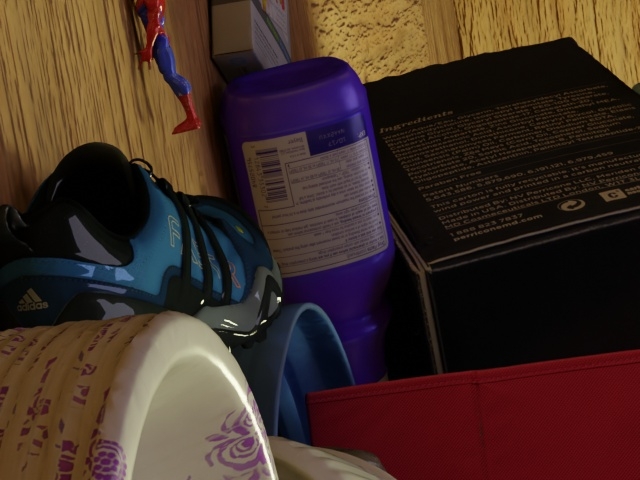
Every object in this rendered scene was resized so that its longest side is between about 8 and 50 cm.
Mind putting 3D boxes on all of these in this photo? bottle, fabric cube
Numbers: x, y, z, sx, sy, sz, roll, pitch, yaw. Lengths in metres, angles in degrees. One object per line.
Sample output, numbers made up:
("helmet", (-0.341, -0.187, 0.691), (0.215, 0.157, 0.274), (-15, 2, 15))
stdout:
("bottle", (0.000, 0.000, 1.461), (0.092, 0.118, 0.283), (-120, -163, -68))
("fabric cube", (0.158, 0.224, 1.288), (0.254, 0.259, 0.258), (15, 68, -67))

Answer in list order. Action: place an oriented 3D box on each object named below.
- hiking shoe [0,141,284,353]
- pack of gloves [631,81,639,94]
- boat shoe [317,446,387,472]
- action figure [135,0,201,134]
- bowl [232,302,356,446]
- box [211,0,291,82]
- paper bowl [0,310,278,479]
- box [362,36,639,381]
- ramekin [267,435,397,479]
("hiking shoe", (-0.092, 0.005, 0.993), (0.304, 0.113, 0.132), (-60, 142, -73))
("pack of gloves", (0.324, -0.092, 1.668), (0.232, 0.046, 0.195), (-125, -149, -86))
("boat shoe", (-0.026, 0.261, 1.042), (0.109, 0.091, 0.305), (29, 62, -34))
("action figure", (-0.108, -0.129, 1.229), (0.038, 0.030, 0.115), (-70, 146, -79))
("bowl", (-0.020, 0.242, 1.315), (0.391, 0.077, 0.391), (-7, 90, -80))
("box", (-0.058, -0.208, 1.520), (0.145, 0.038, 0.186), (57, 26, -67))
("paper bowl", (-0.105, 0.175, 0.722), (0.284, 0.148, 0.284), (-7, 90, -80))
("box", (0.209, 0.116, 1.732), (0.472, 0.297, 0.480), (-120, -163, -66))
("ramekin", (-0.034, 0.198, 0.951), (0.109, 0.207, 0.207), (44, 40, -60))
